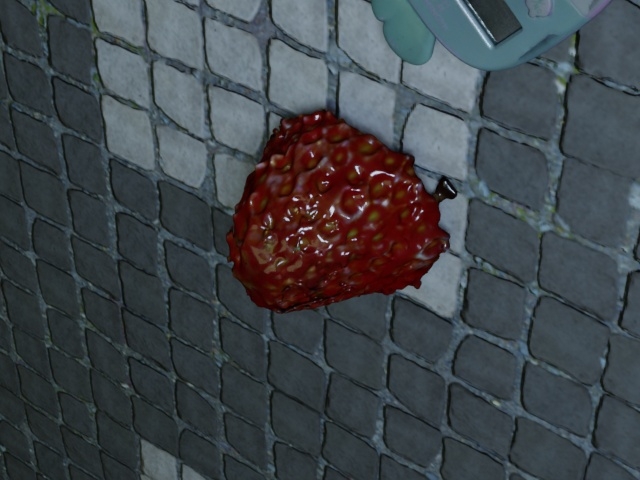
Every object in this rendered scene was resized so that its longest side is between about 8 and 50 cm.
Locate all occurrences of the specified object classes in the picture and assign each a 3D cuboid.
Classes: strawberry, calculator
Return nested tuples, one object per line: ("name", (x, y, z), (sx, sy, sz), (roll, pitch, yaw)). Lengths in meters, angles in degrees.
("strawberry", (0.000, 0.000, 1.312), (0.234, 0.178, 0.234), (28, 143, 24))
("calculator", (0.146, -0.240, 1.084), (0.185, 0.041, 0.299), (53, 139, -3))
